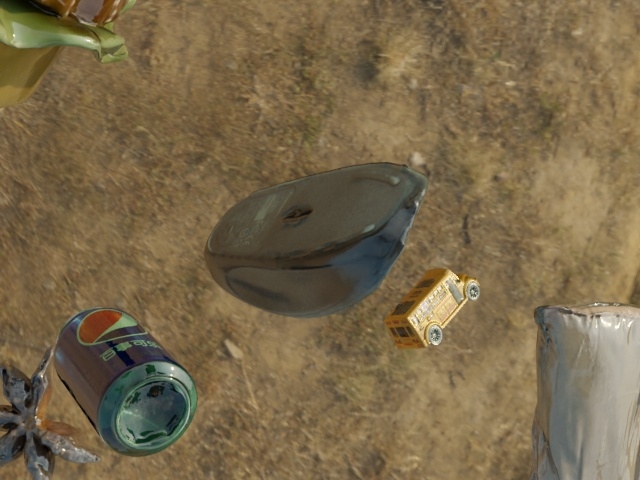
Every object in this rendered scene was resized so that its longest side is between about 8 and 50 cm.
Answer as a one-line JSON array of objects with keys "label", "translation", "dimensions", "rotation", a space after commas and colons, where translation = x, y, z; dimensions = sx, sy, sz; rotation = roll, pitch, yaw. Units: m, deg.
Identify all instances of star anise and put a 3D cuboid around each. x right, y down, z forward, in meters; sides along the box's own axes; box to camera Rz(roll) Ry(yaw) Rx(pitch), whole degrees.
[{"label": "star anise", "translation": [-0.430, 0.273, 1.360], "dimensions": [0.172, 0.063, 0.208], "rotation": [-22, 85, 4]}]

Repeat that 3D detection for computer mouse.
[{"label": "computer mouse", "translation": [0.003, 0.001, 1.213], "dimensions": [0.114, 0.374, 0.203], "rotation": [50, 55, -29]}]

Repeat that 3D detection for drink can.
[{"label": "drink can", "translation": [-0.229, 0.155, 1.072], "dimensions": [0.118, 0.205, 0.118], "rotation": [-11, 112, -30]}]

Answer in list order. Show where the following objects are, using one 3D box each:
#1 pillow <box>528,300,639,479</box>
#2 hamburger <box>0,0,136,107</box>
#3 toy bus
[{"label": "pillow", "translation": [0.264, 0.189, 0.928], "dimensions": [0.173, 0.067, 0.270], "rotation": [-1, 103, -30]}, {"label": "hamburger", "translation": [-0.132, -0.200, 0.334], "dimensions": [0.212, 0.274, 0.274], "rotation": [-43, 120, 14]}, {"label": "toy bus", "translation": [0.171, 0.096, 1.431], "dimensions": [0.162, 0.070, 0.074], "rotation": [-43, 109, -34]}]
